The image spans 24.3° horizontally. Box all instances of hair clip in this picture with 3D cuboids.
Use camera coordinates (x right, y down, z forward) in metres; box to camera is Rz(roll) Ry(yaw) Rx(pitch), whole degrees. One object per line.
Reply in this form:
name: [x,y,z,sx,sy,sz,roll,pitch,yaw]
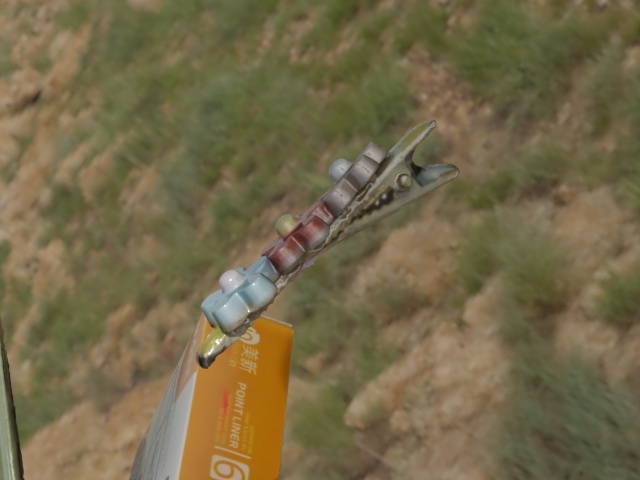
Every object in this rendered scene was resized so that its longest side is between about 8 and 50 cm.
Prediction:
hair clip: [-0.004,-0.006,0.924,0.214,0.056,0.062,-37,10,-13]

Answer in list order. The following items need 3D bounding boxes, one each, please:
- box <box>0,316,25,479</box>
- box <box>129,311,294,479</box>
box: [-0.286,0.121,1.023,0.178,0.138,0.274,178,86,-69]
box: [-0.106,0.217,1.259,0.274,0.091,0.221,-84,19,-53]
